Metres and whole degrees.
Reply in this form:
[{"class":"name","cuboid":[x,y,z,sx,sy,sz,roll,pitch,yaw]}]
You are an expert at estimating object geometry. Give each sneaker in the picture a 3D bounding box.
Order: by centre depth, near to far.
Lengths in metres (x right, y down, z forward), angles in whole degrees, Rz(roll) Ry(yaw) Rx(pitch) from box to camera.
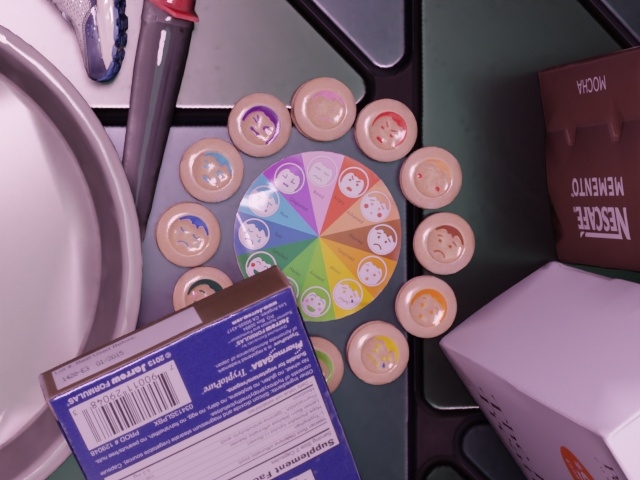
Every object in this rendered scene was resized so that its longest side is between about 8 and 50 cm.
[{"class":"sneaker","cuboid":[-0.139,-0.149,0.775,0.058,0.052,0.135,-12,88,0]}]

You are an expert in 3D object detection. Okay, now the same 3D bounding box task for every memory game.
[{"class":"memory game","cuboid":[0.000,0.000,0.822,0.186,0.012,0.186,0,93,-10]}]

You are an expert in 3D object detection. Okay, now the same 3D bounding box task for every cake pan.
[{"class":"cake pan","cuboid":[-0.242,0.014,0.756,0.293,0.054,0.293,-1,93,-11]}]

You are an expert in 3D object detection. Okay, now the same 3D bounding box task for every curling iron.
[{"class":"curling iron","cuboid":[-0.068,-0.131,0.790,0.068,0.035,0.274,18,89,-11]}]

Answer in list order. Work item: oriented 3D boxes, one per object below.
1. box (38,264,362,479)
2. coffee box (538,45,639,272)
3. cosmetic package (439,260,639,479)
[{"class":"box","cuboid":[-0.047,0.138,0.782,0.136,0.036,0.225,-25,118,-10]},{"class":"coffee box","cuboid":[0.291,-0.060,0.796,0.297,0.168,0.119,-8,94,-9]},{"class":"cosmetic package","cuboid":[0.227,0.197,0.737,0.097,0.284,0.377,-35,98,-7]}]
